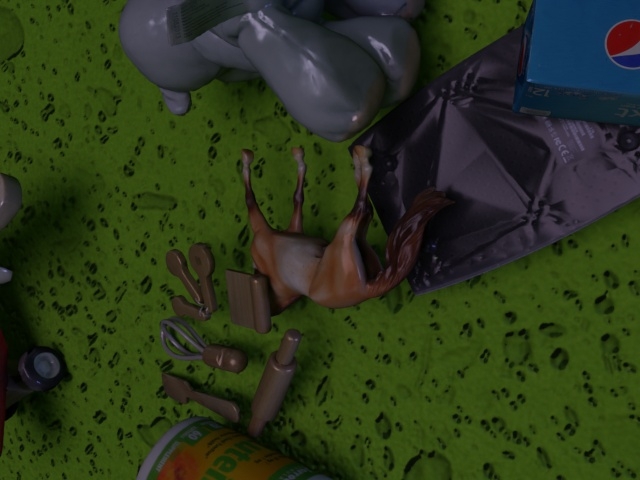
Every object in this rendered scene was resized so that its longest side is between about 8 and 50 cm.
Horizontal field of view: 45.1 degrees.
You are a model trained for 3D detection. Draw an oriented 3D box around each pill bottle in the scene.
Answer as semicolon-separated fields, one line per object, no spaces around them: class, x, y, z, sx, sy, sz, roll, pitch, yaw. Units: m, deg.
pill bottle;-0.056;0.283;0.772;0.246;0.136;0.136;17;103;29

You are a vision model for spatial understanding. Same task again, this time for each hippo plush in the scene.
hippo plush;-0.068;-0.178;0.687;0.237;0.294;0.234;-15;100;51

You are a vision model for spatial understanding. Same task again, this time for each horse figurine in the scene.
horse figurine;0.000;0.000;0.716;0.263;0.066;0.174;5;98;47

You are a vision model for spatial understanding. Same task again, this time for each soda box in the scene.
soda box;0.248;-0.120;0.539;0.210;0.067;0.071;8;82;6

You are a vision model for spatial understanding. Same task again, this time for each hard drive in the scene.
hard drive;0.160;-0.074;0.658;0.255;0.054;0.172;-30;78;31

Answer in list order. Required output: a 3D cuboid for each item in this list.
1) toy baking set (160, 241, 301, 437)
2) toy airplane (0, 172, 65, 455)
toy baking set;-0.105;0.113;0.826;0.197;0.030;0.256;40;132;29
toy airplane;-0.525;0.067;0.966;0.384;0.272;0.386;19;104;30
